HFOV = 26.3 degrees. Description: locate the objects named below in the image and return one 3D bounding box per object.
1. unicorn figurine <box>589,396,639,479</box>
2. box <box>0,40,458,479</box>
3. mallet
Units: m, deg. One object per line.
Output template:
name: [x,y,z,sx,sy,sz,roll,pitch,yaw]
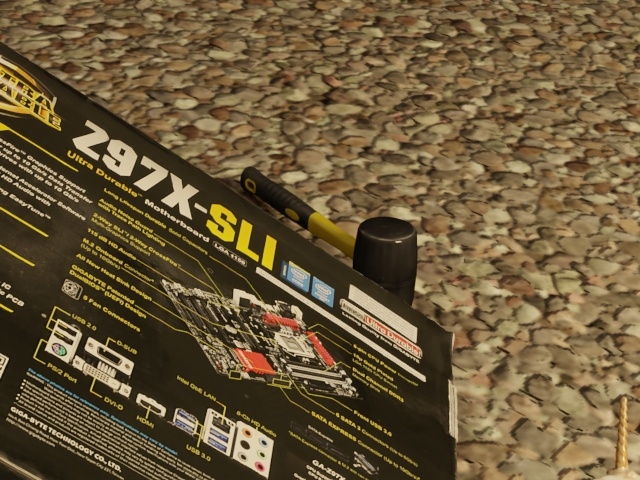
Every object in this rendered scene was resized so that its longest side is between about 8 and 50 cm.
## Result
unicorn figurine: [0.142,0.165,0.619,0.111,0.060,0.162,-18,55,-34]
box: [-0.085,0.055,0.592,0.322,0.079,0.257,33,26,-15]
mallet: [0.000,0.000,0.883,0.039,0.062,0.190,-12,21,-30]
